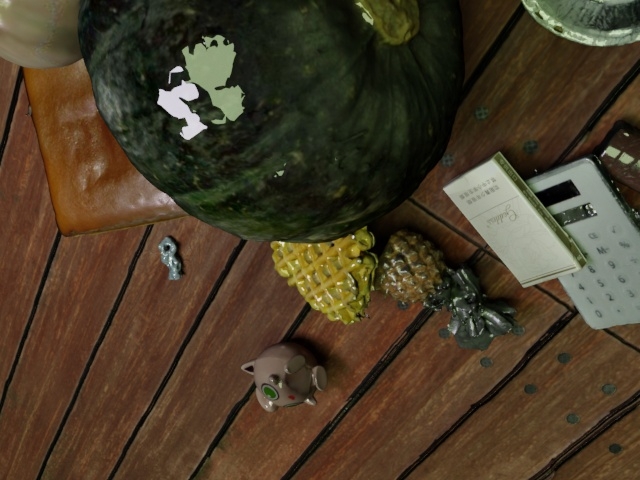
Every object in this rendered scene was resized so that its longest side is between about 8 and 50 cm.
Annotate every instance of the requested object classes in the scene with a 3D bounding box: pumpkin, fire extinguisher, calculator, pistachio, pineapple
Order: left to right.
[{"bbox_3d":[-0.346,-0.322,0.757,0.226,0.332,0.208,-13,113,-17],"label":"pistachio"},{"bbox_3d":[-0.041,-0.215,0.699,0.344,0.454,0.454,-8,112,45],"label":"pumpkin"},{"bbox_3d":[0.189,0.079,0.948,0.237,0.119,0.111,32,77,0],"label":"pineapple"},{"bbox_3d":[0.371,0.008,0.848,0.262,0.021,0.161,53,148,-7],"label":"calculator"},{"bbox_3d":[0.483,-0.069,0.780,0.267,0.072,0.089,29,85,7],"label":"fire extinguisher"}]

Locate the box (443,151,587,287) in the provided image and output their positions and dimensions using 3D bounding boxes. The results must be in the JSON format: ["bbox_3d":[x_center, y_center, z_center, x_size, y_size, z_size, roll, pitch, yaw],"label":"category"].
[{"bbox_3d":[0.273,-0.025,0.878,0.198,0.029,0.109,49,148,-5],"label":"box"}]

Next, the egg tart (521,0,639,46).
[{"bbox_3d":[0.333,-0.335,0.695,0.234,0.094,0.234,8,118,16],"label":"egg tart"}]

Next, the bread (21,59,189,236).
[{"bbox_3d":[-0.282,-0.186,0.945,0.333,0.143,0.324,-9,96,24],"label":"bread"}]

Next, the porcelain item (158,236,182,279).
[{"bbox_3d":[-0.279,0.033,1.150,0.036,0.028,0.083,-6,111,6],"label":"porcelain item"}]

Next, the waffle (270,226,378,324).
[{"bbox_3d":[-0.002,0.000,0.957,0.254,0.052,0.245,35,131,42],"label":"waffle"}]

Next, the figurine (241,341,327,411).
[{"bbox_3d":[-0.062,0.244,1.110,0.138,0.125,0.125,-24,104,42],"label":"figurine"}]
